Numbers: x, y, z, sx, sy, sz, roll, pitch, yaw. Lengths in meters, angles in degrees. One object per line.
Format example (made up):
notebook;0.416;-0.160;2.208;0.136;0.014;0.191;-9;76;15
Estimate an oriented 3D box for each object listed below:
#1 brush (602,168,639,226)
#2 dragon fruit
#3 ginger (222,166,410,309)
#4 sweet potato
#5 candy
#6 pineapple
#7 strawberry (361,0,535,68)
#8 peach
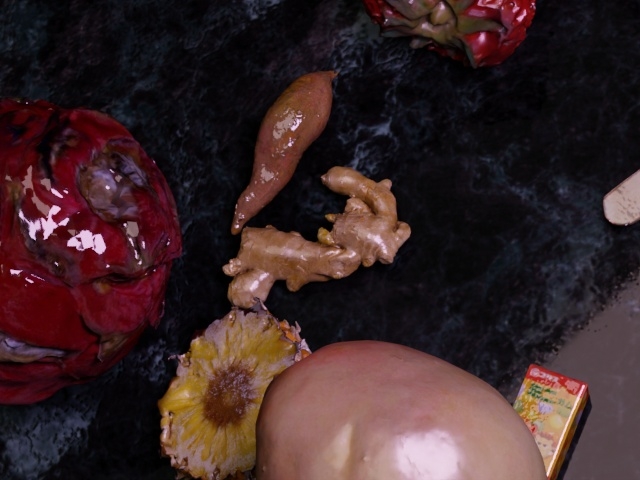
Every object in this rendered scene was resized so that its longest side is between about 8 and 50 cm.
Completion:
brush;0.435;-0.116;1.762;0.336;0.020;0.085;-33;74;12
dragon fruit;-0.298;0.006;1.755;0.329;0.329;0.329;-5;66;11
ginger;0.000;0.000;1.833;0.176;0.052;0.193;14;70;24
sweet potato;-0.043;-0.108;1.884;0.068;0.068;0.226;25;75;21
candy;0.218;0.191;1.707;0.062;0.038;0.122;18;72;20
pineapple;-0.083;0.168;1.755;0.221;0.047;0.221;-20;55;31
strawberry;0.148;-0.291;1.860;0.186;0.184;0.202;5;61;29
peach;0.071;0.216;1.570;0.247;0.292;0.292;-37;64;5
